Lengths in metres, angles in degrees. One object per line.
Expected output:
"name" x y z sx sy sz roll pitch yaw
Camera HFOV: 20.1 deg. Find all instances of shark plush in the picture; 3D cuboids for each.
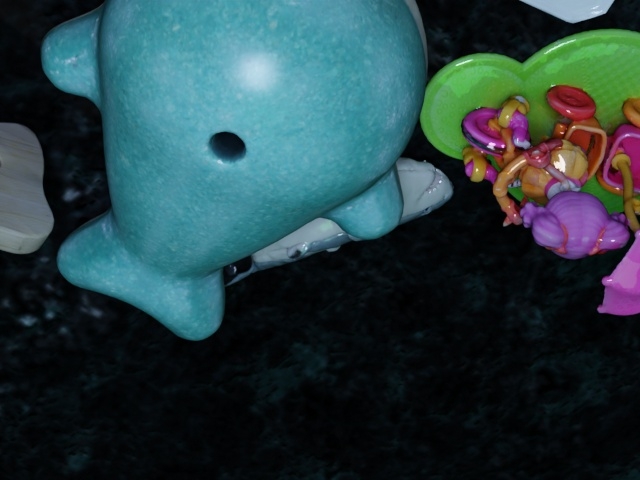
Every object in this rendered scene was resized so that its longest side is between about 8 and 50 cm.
"shark plush" 0.000 0.000 1.066 0.161 0.073 0.067 -39 151 13

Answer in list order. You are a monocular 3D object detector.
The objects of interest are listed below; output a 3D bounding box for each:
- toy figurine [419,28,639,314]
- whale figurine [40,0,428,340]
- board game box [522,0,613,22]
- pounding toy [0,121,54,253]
"toy figurine" 0.149 -0.028 0.999 0.173 0.159 0.130 10 122 -13
"whale figurine" -0.057 -0.046 0.961 0.216 0.141 0.272 28 122 -8
"board game box" 0.067 -0.338 0.841 0.390 0.050 0.390 21 119 -20
"pounding toy" -0.286 -0.013 0.952 0.269 0.154 0.155 9 128 -46
